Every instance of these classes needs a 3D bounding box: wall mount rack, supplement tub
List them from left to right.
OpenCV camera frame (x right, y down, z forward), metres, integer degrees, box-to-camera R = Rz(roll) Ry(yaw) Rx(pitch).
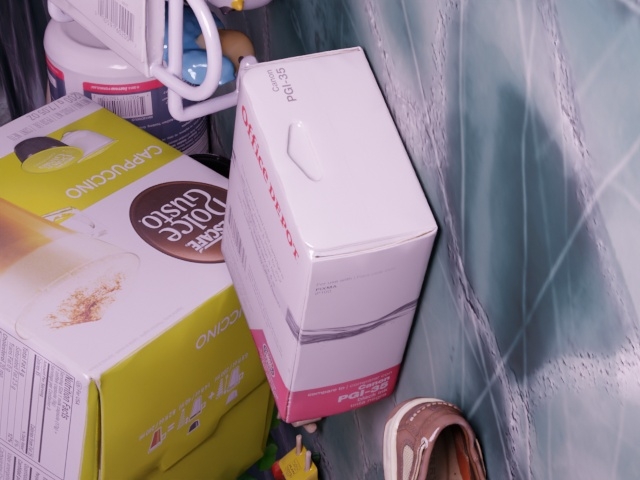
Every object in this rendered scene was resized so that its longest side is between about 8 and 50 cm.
[{"bbox_3d":[-0.232,-0.153,2.077,0.191,0.191,0.272,-120,23,-49],"label":"supplement tub"},{"bbox_3d":[-0.145,-0.285,1.463,0.350,0.130,0.304,40,138,36],"label":"wall mount rack"}]

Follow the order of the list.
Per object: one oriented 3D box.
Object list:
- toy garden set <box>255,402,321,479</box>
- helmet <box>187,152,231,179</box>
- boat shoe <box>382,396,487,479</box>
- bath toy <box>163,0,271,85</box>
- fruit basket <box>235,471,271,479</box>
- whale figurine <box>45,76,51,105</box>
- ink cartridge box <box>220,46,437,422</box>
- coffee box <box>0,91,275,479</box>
[{"bbox_3d":[-0.040,0.171,1.921,0.204,0.049,0.244,-123,29,-42],"label":"toy garden set"},{"bbox_3d":[-0.157,-0.009,1.969,0.161,0.169,0.169,-46,56,52],"label":"helmet"},{"bbox_3d":[0.104,0.259,1.381,0.095,0.095,0.257,180,78,-69],"label":"boat shoe"},{"bbox_3d":[-0.105,-0.327,1.587,0.129,0.151,0.348,-91,6,-60],"label":"bath toy"},{"bbox_3d":[-0.031,0.446,1.977,0.353,0.165,0.327,40,153,33],"label":"fruit basket"},{"bbox_3d":[-0.321,-0.270,2.493,0.216,0.141,0.272,117,163,-67],"label":"whale figurine"},{"bbox_3d":[0.000,0.000,1.494,0.283,0.117,0.207,101,153,-56],"label":"ink cartridge box"},{"bbox_3d":[-0.258,0.106,1.761,0.334,0.337,0.338,31,131,23],"label":"coffee box"}]
